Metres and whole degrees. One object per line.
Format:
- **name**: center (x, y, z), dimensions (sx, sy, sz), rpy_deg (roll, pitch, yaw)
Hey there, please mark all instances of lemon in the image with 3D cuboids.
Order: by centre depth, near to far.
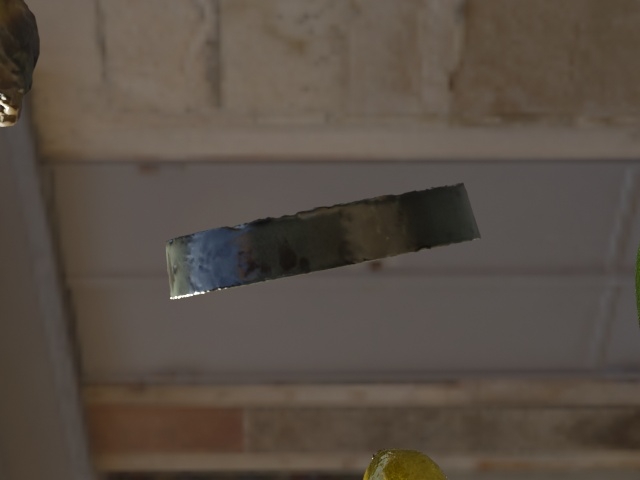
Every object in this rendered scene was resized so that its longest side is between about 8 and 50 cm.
- **lemon**: center (0.064, 0.187, 1.220), dimensions (0.092, 0.065, 0.065), rpy_deg (51, 150, 43)

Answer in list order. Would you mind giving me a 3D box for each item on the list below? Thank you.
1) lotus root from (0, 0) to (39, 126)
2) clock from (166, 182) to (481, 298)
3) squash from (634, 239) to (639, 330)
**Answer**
- **lotus root**: center (-0.185, -0.166, 0.542), dimensions (0.314, 0.169, 0.141), rpy_deg (53, -165, 13)
- **clock**: center (0.000, 0.000, 1.137), dimensions (0.215, 0.215, 0.042), rpy_deg (145, 114, -88)
- **squash**: center (0.254, 0.108, 1.041), dimensions (0.082, 0.082, 0.292), rpy_deg (-97, -10, -78)
